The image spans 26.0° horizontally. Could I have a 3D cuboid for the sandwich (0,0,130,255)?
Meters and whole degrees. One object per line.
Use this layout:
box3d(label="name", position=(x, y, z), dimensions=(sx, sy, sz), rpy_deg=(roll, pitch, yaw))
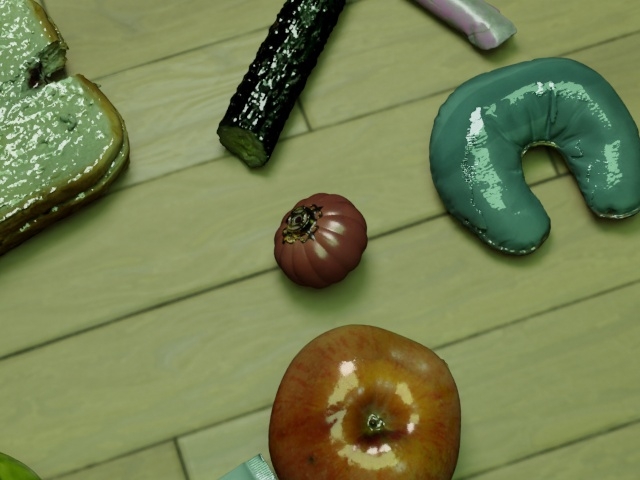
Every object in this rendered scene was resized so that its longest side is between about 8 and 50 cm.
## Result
box3d(label="sandwich", position=(-0.363, -0.129, 1.534), dimensions=(0.249, 0.095, 0.273), rpy_deg=(-32, 74, -15))

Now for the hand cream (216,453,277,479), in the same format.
box3d(label="hand cream", position=(-0.186, 0.330, 1.404), dimensions=(0.331, 0.058, 0.085), rpy_deg=(-26, 54, -14))

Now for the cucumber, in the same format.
box3d(label="cucumber", position=(-0.029, -0.223, 1.586), dimensions=(0.072, 0.072, 0.300), rpy_deg=(24, 72, 7))

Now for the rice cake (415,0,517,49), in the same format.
box3d(label="rice cake", position=(0.113, -0.308, 1.629), dimensions=(0.270, 0.049, 0.055), rpy_deg=(38, 87, 10))

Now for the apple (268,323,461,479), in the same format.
box3d(label="apple", position=(0.048, 0.187, 1.396), dimensions=(0.209, 0.164, 0.209), rpy_deg=(1, 73, -3))

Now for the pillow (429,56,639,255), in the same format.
box3d(label="pillow", position=(0.237, -0.098, 1.543), dimensions=(0.233, 0.086, 0.214), rpy_deg=(-21, 78, -6))

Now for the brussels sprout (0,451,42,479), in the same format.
box3d(label="brussels sprout", position=(-0.330, 0.287, 1.376), dimensions=(0.149, 0.122, 0.151), rpy_deg=(20, 86, 47))

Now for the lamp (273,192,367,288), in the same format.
box3d(label="lamp", position=(0.000, 0.000, 1.497), dimensions=(0.107, 0.092, 0.107), rpy_deg=(-19, 51, 26))
